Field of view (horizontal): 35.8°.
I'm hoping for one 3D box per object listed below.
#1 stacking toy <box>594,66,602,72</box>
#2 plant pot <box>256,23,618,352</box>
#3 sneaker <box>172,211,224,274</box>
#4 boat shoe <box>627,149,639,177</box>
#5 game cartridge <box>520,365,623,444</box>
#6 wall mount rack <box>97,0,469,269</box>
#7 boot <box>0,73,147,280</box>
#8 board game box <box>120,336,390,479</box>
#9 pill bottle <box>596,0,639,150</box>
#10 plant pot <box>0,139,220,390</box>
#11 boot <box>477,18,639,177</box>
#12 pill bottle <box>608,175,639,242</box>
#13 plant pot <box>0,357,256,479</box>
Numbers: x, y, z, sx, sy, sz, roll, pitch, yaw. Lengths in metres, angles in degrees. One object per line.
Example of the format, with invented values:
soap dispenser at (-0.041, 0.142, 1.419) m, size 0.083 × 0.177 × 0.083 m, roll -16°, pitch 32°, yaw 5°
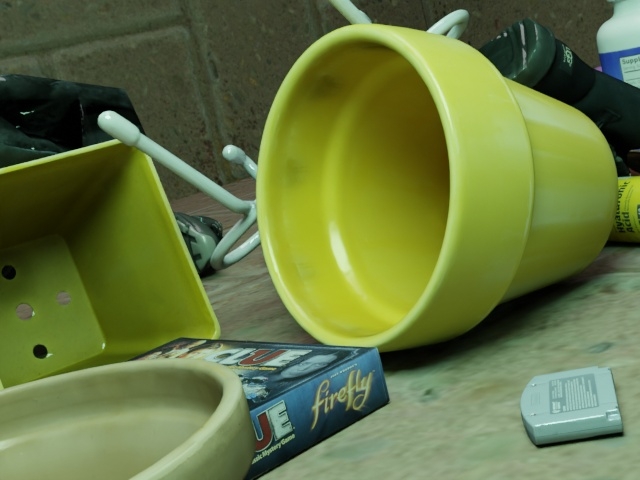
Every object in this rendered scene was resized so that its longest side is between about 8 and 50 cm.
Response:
stacking toy at (0.405, -0.206, 1.767) m, size 0.330 × 0.141 × 0.141 m, roll -19°, pitch 8°, yaw 3°
plant pot at (0.111, -0.040, 0.827) m, size 0.239 × 0.254 × 0.254 m, roll 0°, pitch -1°, yaw -36°
sneaker at (-0.188, -0.006, 1.488) m, size 0.106 × 0.101 × 0.267 m, roll -15°, pitch 9°, yaw -22°
boat shoe at (0.369, -0.061, 1.034) m, size 0.073 × 0.073 × 0.207 m, roll -16°, pitch 10°, yaw -18°
game cartridge at (0.145, 0.095, 0.577) m, size 0.056 × 0.017 × 0.083 m, roll -8°, pitch 10°, yaw 15°
wall mount rack at (-0.031, -0.129, 0.923) m, size 0.350 × 0.130 × 0.304 m, roll -45°, pitch -9°, yaw 11°
boot at (-0.426, 0.009, 1.061) m, size 0.367 × 0.146 × 0.445 m, roll -23°, pitch -11°, yaw -49°
board game box at (-0.093, 0.119, 0.716) m, size 0.165 × 0.042 × 0.243 m, roll -21°, pitch 11°, yaw -41°
pill bottle at (0.409, -0.196, 1.159) m, size 0.152 × 0.272 × 0.152 m, roll -14°, pitch 8°, yaw 2°
plant pot at (-0.259, 0.049, 0.949) m, size 0.212 × 0.212 × 0.187 m, roll -20°, pitch -3°, yaw -36°
boot at (0.208, -0.107, 1.014) m, size 0.207 × 0.094 × 0.246 m, roll 25°, pitch -35°, yaw -29°
pill bottle at (0.303, -0.030, 0.961) m, size 0.065 × 0.065 × 0.116 m, roll -18°, pitch 9°, yaw -25°
plant pot at (-0.134, 0.141, 0.420) m, size 0.237 × 0.110 × 0.237 m, roll -13°, pitch 8°, yaw 2°
